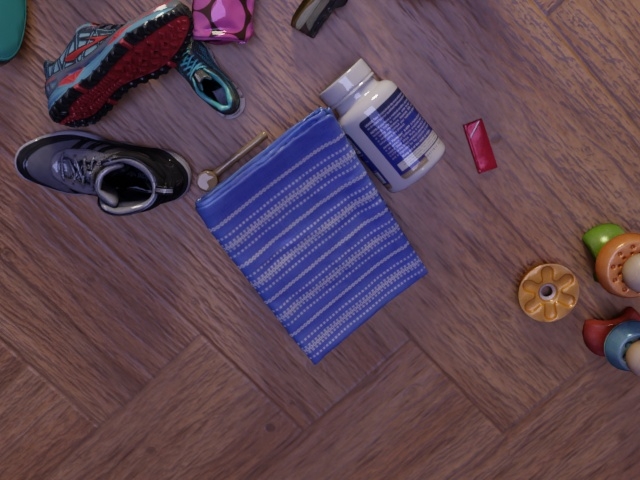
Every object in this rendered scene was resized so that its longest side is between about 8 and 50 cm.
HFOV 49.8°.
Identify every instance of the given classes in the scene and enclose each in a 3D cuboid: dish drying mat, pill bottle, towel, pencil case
[{"bbox_3d":[0.254,-0.149,1.097,0.032,0.008,0.083,-21,103,3],"label":"dish drying mat"},{"bbox_3d":[0.089,-0.174,1.035,0.112,0.112,0.186,-40,102,8],"label":"pill bottle"},{"bbox_3d":[0.000,0.000,1.025,0.243,0.040,0.336,-39,117,-9],"label":"towel"},{"bbox_3d":[-0.130,-0.387,0.992,0.098,0.095,0.209,4,106,-19],"label":"pencil case"}]

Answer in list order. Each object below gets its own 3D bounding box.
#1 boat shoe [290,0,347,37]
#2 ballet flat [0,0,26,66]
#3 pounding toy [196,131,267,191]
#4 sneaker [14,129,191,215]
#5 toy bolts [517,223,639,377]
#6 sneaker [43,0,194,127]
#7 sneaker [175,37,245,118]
[{"bbox_3d":[0.018,-0.363,1.011,0.049,0.056,0.152,30,127,-27],"label":"boat shoe"},{"bbox_3d":[-0.490,-0.425,0.971,0.123,0.123,0.348,2,104,-2],"label":"ballet flat"},{"bbox_3d":[-0.093,-0.074,1.064,0.206,0.094,0.180,6,104,-3],"label":"pounding toy"},{"bbox_3d":[-0.334,-0.102,1.021,0.269,0.153,0.101,7,103,-3],"label":"sneaker"},{"bbox_3d":[0.450,0.118,1.089,0.218,0.158,0.228,-24,103,4],"label":"toy bolts"},{"bbox_3d":[-0.305,-0.280,0.992,0.262,0.104,0.125,-30,71,14],"label":"sneaker"},{"bbox_3d":[-0.177,-0.252,1.028,0.166,0.076,0.065,44,98,-10],"label":"sneaker"}]
